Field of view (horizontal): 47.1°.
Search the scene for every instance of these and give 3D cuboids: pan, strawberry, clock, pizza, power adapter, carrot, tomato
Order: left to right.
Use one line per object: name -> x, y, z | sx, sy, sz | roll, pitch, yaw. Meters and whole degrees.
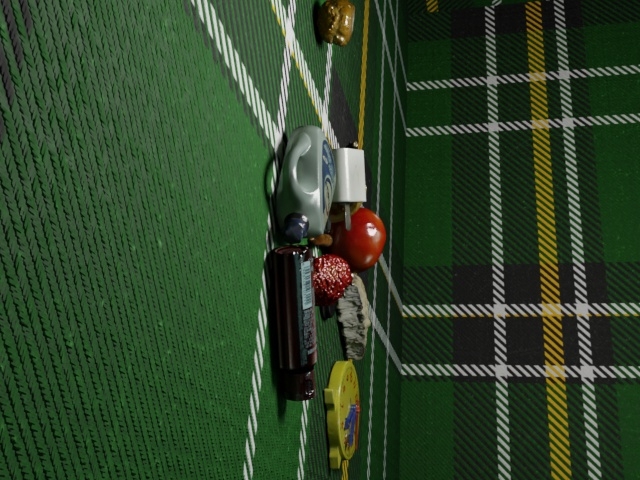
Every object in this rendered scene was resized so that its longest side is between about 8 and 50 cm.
strawberry -> 0.000, 0.096, 1.763 | 0.131, 0.148, 0.131 | -3, -94, 61
carrot -> 0.000, -0.002, 1.913 | 0.165, 0.035, 0.036 | 8, 81, -74
pan -> 0.014, 0.118, 1.961 | 0.235, 0.028, 0.136 | 72, 21, -51
power adapter -> 0.038, -0.122, 1.841 | 0.125, 0.130, 0.205 | -5, 94, -59
pizza -> 0.044, -0.117, 1.949 | 0.046, 0.175, 0.134 | -13, 63, -47
clock -> 0.077, 0.485, 2.093 | 0.293, 0.071, 0.277 | -53, 139, -70
tomato -> 0.093, -0.002, 2.027 | 0.195, 0.136, 0.195 | -163, -90, -71

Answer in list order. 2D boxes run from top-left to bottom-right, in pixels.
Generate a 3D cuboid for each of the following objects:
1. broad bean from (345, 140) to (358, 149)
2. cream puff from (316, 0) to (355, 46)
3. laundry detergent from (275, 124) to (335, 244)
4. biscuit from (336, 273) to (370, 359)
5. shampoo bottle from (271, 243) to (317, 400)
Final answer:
broad bean -> 0.055, -0.196, 2.005 | 0.297, 0.043, 0.060 | 127, -17, -74
cream puff -> 0.040, -0.599, 2.004 | 0.144, 0.103, 0.126 | -70, 168, -56
laundry detergent -> -0.040, -0.106, 1.603 | 0.281, 0.105, 0.215 | -72, 157, -52
biscuit -> 0.106, 0.206, 2.223 | 0.179, 0.084, 0.281 | -72, 156, -54
shampoo bottle -> -0.053, 0.175, 1.561 | 0.129, 0.084, 0.323 | -32, 120, -72
